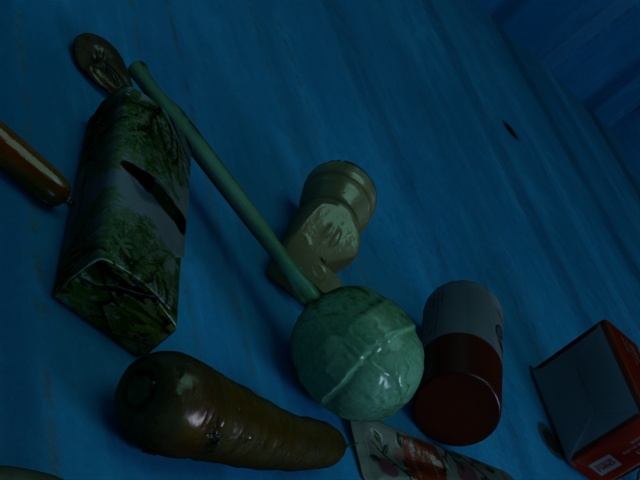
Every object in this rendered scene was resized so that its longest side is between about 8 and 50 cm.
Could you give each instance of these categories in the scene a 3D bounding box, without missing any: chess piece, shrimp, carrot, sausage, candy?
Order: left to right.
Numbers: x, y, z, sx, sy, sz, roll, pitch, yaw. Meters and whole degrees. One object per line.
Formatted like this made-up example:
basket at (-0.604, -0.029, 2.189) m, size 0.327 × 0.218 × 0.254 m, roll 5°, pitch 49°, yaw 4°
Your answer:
sausage at (-0.239, -0.063, 0.957) m, size 0.107 × 0.031 × 0.031 m, roll 41°, pitch 24°, yaw -22°
shrimp at (-0.213, -0.164, 1.185) m, size 0.059 × 0.023 × 0.108 m, roll 2°, pitch 52°, yaw -50°
candy at (-0.060, -0.012, 1.154) m, size 0.440 × 0.119 × 0.119 m, roll 51°, pitch 21°, yaw 15°
carrot at (-0.047, 0.151, 0.953) m, size 0.298 × 0.078 × 0.078 m, roll 27°, pitch 32°, yaw -52°
chess piece at (0.000, 0.000, 1.285) m, size 0.090 × 0.090 × 0.200 m, roll 45°, pitch 33°, yaw -15°

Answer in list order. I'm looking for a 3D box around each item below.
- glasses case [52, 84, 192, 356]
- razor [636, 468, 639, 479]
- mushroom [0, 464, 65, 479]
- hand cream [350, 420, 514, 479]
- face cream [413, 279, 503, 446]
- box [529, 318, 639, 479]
glasses case at (-0.159, -0.027, 1.018) m, size 0.095 × 0.062 × 0.272 m, roll 39°, pitch 25°, yaw -27°
razor at (0.421, 0.366, 1.567) m, size 0.111 × 0.056 × 0.278 m, roll 52°, pitch 29°, yaw 6°
mushroom at (-0.159, 0.192, 0.573) m, size 0.166 × 0.127 × 0.166 m, roll 6°, pitch 67°, yaw -13°
hand cream at (0.119, 0.232, 1.187) m, size 0.234 × 0.050 × 0.080 m, roll 26°, pitch 36°, yaw -36°
face cream at (0.157, 0.134, 1.338) m, size 0.096 × 0.096 × 0.214 m, roll 46°, pitch 22°, yaw -13°
box at (0.380, 0.217, 1.597) m, size 0.099 × 0.133 × 0.182 m, roll 38°, pitch 24°, yaw -34°
